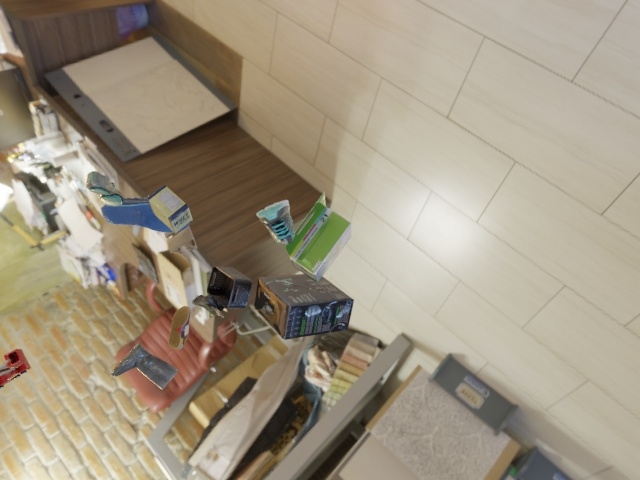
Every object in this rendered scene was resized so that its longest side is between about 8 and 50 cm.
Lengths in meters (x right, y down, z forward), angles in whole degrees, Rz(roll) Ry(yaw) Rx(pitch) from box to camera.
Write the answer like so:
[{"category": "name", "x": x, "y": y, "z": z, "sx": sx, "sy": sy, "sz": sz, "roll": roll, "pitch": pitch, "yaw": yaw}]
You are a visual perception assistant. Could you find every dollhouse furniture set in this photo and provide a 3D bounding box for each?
[{"category": "dollhouse furniture set", "x": -0.559, "y": -0.030, "z": 1.906, "sx": 0.123, "sy": 0.151, "sz": 0.144, "roll": -31, "pitch": 71, "yaw": 19}]

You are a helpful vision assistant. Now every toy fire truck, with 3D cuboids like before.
[{"category": "toy fire truck", "x": -1.038, "y": 0.431, "z": 1.479, "sx": 0.047, "sy": 0.192, "sz": 0.135, "roll": 55, "pitch": 172, "yaw": 12}]

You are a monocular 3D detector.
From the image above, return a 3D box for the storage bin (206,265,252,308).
[{"category": "storage bin", "x": -0.358, "y": 0.182, "z": 1.758, "sx": 0.180, "sy": 0.084, "sz": 0.122, "roll": 24, "pitch": 100, "yaw": 45}]

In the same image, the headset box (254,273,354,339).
[{"category": "headset box", "x": -0.072, "y": 0.226, "z": 1.606, "sx": 0.246, "sy": 0.283, "sz": 0.131, "roll": 32, "pitch": 117, "yaw": 51}]

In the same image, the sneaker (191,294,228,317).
[{"category": "sneaker", "x": -0.425, "y": 0.254, "z": 1.724, "sx": 0.170, "sy": 0.051, "sz": 0.089, "roll": -12, "pitch": 117, "yaw": 48}]

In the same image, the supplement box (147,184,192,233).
[{"category": "supplement box", "x": -0.368, "y": -0.075, "z": 1.104, "sx": 0.083, "sy": 0.056, "sz": 0.083, "roll": 40, "pitch": 158, "yaw": 11}]

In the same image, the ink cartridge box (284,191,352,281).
[{"category": "ink cartridge box", "x": 0.000, "y": 0.000, "z": 1.274, "sx": 0.097, "sy": 0.188, "sz": 0.255, "roll": 34, "pitch": 170, "yaw": 11}]

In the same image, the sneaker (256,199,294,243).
[{"category": "sneaker", "x": -0.073, "y": -0.029, "z": 0.847, "sx": 0.076, "sy": 0.065, "sz": 0.166, "roll": 64, "pitch": -179, "yaw": 2}]

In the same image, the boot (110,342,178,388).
[{"category": "boot", "x": -0.734, "y": 0.550, "z": 1.876, "sx": 0.208, "sy": 0.190, "sz": 0.076, "roll": 46, "pitch": -179, "yaw": -20}]

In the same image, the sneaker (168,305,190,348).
[{"category": "sneaker", "x": -0.596, "y": 0.371, "z": 1.926, "sx": 0.070, "sy": 0.185, "sz": 0.084, "roll": 15, "pitch": 170, "yaw": 8}]

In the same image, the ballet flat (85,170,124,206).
[{"category": "ballet flat", "x": -0.668, "y": -0.163, "z": 1.409, "sx": 0.213, "sy": 0.072, "sz": 0.068, "roll": 120, "pitch": 146, "yaw": -78}]

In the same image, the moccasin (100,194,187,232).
[{"category": "moccasin", "x": -0.620, "y": -0.120, "z": 1.620, "sx": 0.342, "sy": 0.116, "sz": 0.137, "roll": 10, "pitch": 127, "yaw": 9}]
